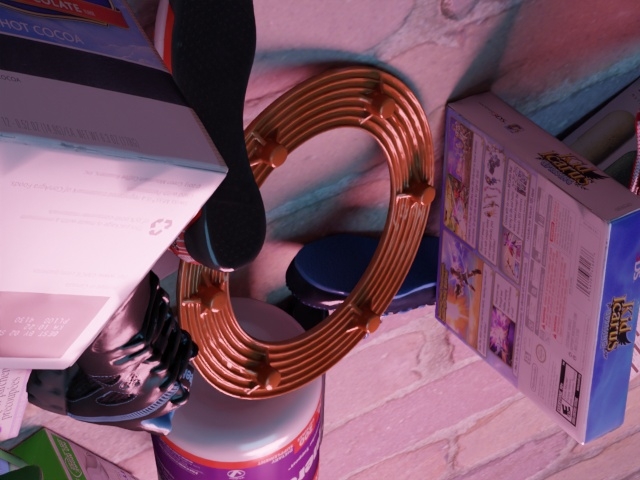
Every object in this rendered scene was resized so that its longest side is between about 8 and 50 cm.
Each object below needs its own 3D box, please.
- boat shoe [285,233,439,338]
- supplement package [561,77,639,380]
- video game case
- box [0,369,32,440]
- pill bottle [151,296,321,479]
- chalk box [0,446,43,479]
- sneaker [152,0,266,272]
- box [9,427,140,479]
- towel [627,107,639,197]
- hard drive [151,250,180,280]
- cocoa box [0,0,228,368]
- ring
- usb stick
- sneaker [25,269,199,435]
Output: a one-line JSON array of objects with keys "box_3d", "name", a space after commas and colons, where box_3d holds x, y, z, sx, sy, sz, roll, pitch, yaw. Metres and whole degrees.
[{"box_3d": [0.058, 0.056, 1.789, 0.258, 0.109, 0.089, 4, 136, -44], "name": "boat shoe"}, {"box_3d": [0.332, 0.000, 1.847, 0.263, 0.199, 0.198, -39, 150, 6], "name": "supplement package"}, {"box_3d": [0.212, 0.025, 1.661, 0.061, 0.244, 0.269, -21, 131, -27], "name": "video game case"}, {"box_3d": [-0.288, 0.073, 1.529, 0.063, 0.067, 0.324, -13, 146, -30], "name": "box"}, {"box_3d": [-0.090, 0.210, 1.810, 0.181, 0.181, 0.323, -23, 151, -14], "name": "pill bottle"}, {"box_3d": [-0.374, 0.281, 1.562, 0.289, 0.180, 0.179, -13, 155, 16], "name": "chalk box"}, {"box_3d": [-0.124, -0.113, 1.363, 0.090, 0.145, 0.270, -22, 117, -38], "name": "sneaker"}, {"box_3d": [-0.331, 0.351, 1.868, 0.262, 0.127, 0.231, -35, 149, 5], "name": "box"}, {"box_3d": [0.328, -0.158, 1.601, 0.199, 0.031, 0.275, 86, 22, -59], "name": "towel"}, {"box_3d": [-0.188, 0.025, 1.591, 0.135, 0.022, 0.094, -33, 151, 3], "name": "hard drive"}, {"box_3d": [-0.287, -0.069, 1.132, 0.347, 0.228, 0.231, 6, 134, -48], "name": "cocoa box"}, {"box_3d": [0.000, 0.000, 1.572, 0.336, 0.032, 0.336, -29, 133, -36], "name": "ring"}, {"box_3d": [-0.015, 0.156, 1.910, 0.045, 0.077, 0.278, -3, 148, -3], "name": "usb stick"}, {"box_3d": [-0.161, 0.071, 1.428, 0.341, 0.140, 0.125, 116, -4, -66], "name": "sneaker"}]
